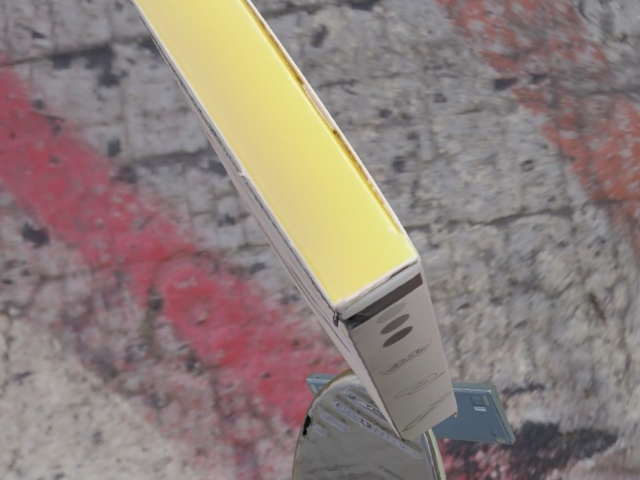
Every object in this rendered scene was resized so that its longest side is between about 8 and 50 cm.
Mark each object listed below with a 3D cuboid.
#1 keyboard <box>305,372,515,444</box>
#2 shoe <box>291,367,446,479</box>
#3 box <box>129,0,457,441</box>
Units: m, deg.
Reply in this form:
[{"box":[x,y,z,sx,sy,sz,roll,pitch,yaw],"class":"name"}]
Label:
[{"box":[0.068,0.130,1.128,0.176,0.014,0.055,-1,124,39],"class":"keyboard"},{"box":[0.037,0.197,0.976,0.103,0.098,0.275,12,121,14],"class":"shoe"},{"box":[0.000,0.000,0.524,0.033,0.247,0.129,-33,70,-3],"class":"box"}]
